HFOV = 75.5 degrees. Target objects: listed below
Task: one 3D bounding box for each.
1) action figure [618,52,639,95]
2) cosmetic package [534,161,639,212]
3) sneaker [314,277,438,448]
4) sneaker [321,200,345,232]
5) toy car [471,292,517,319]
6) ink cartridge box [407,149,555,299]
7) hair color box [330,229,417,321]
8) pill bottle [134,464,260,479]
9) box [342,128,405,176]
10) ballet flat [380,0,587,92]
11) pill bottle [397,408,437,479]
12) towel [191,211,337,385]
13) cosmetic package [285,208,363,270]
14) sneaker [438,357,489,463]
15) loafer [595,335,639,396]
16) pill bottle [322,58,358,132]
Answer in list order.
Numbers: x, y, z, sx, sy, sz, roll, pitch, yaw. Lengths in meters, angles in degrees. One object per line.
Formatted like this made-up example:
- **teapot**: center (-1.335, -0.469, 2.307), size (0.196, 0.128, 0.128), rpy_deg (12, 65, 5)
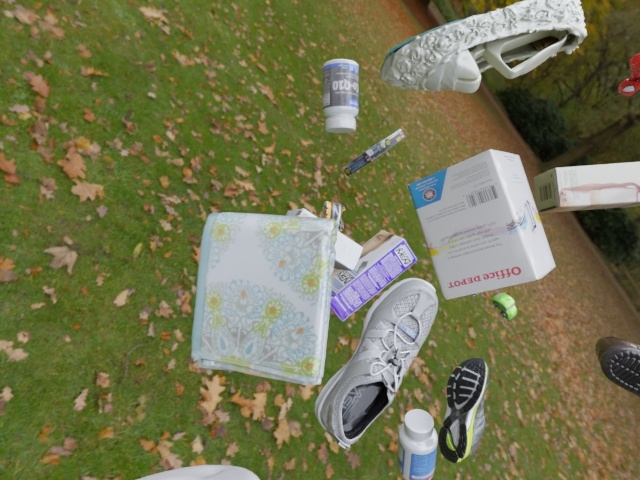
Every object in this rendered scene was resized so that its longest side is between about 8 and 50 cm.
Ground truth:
- **action figure**: center (0.634, -0.316, 0.674), size (0.091, 0.280, 0.139), rpy_deg (0, 67, -21)
- **cosmetic package**: center (0.863, -0.165, 1.311), size (0.153, 0.295, 0.130), rpy_deg (44, 42, -84)
- **sneaker**: center (0.102, 0.189, 0.628), size (0.105, 0.282, 0.115), rpy_deg (32, -3, -11)
- **sneaker**: center (0.049, -0.041, 1.585), size (0.083, 0.215, 0.084), rpy_deg (1, 10, -18)
- **toy car**: center (0.623, 0.178, 1.478), size (0.238, 0.053, 0.225), rpy_deg (-32, 75, -19)
- **ink cartridge box**: center (0.309, -0.027, 0.789), size (0.168, 0.171, 0.233), rpy_deg (-8, 81, -49)
- **hair color box**: center (0.153, 0.116, 1.472), size (0.110, 0.338, 0.185), rpy_deg (55, -7, -19)
- **pill bottle**: center (-0.114, 0.388, 0.299), size (0.204, 0.204, 0.362), rpy_deg (4, 72, -53)
- **box**: center (0.124, -0.203, 0.957), size (0.137, 0.094, 0.027), rpy_deg (-38, 98, -33)
- **ballet flat**: center (0.328, -0.374, 0.819), size (0.147, 0.408, 0.147), rpy_deg (-19, 90, -85)
- **pill bottle**: center (0.312, 0.658, 1.330), size (0.124, 0.124, 0.222), rpy_deg (-56, 148, -58)
- **towel**: center (-0.131, 0.127, 0.951), size (0.090, 0.319, 0.376), rpy_deg (9, 86, -74)
- **cosmetic package**: center (0.000, 0.000, 1.223), size (0.231, 0.117, 0.086), rpy_deg (31, 77, -22)
- **sneaker**: center (0.439, 0.497, 1.228), size (0.121, 0.111, 0.300), rpy_deg (20, 86, -41)
- **loafer**: center (0.846, 0.344, 1.025), size (0.365, 0.134, 0.130), rpy_deg (36, 23, -5)
- **pill bottle**: center (0.043, -0.303, 0.877), size (0.078, 0.078, 0.137), rpy_deg (-6, 97, -56)
